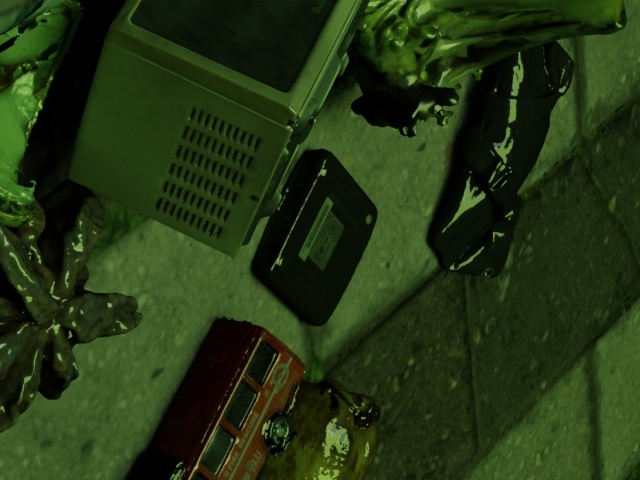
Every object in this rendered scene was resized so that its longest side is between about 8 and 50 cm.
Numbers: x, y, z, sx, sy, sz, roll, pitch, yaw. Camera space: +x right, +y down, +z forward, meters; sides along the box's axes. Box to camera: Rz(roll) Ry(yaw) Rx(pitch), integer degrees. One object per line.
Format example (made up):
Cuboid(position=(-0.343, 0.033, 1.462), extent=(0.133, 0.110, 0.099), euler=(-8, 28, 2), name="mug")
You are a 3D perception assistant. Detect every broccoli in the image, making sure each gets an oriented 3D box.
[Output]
Cuboid(position=(0.129, -0.193, 1.484), extent=(0.263, 0.243, 0.247), euler=(46, 50, -58), name="broccoli")

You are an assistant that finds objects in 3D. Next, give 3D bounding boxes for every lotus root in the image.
Cuboid(position=(-0.023, 0.207, 1.551), extent=(0.108, 0.094, 0.190), euler=(36, 79, -30), name="lotus root")

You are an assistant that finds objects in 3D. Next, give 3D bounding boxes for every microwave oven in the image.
Cuboid(position=(-0.053, -0.136, 1.242), extent=(0.194, 0.145, 0.240), euler=(112, 2, -51), name="microwave oven")

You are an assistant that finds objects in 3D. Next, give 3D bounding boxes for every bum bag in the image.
Cuboid(position=(0.180, -0.084, 1.765), extent=(0.123, 0.060, 0.248), euler=(15, 90, -57), name="bum bag")

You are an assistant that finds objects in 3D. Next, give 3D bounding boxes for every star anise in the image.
Cuboid(position=(-0.208, 0.031, 1.210), extent=(0.209, 0.089, 0.231), euler=(-64, 146, -19), name="star anise")

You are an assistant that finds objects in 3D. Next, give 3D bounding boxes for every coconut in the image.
Cuboid(position=(-0.197, -0.073, 1.117), extent=(0.158, 0.055, 0.133), euler=(-66, 170, -55), name="coconut")

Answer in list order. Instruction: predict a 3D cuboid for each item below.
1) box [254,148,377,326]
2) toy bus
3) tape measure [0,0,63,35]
Cuboid(position=(0.000, 0.000, 1.560), extent=(0.125, 0.027, 0.126), euler=(46, 64, -52), name="box")
Cuboid(position=(-0.094, 0.179, 1.454), extent=(0.096, 0.073, 0.235), euler=(49, 60, -41), name="toy bus")
Cuboid(position=(-0.231, -0.240, 1.033), extent=(0.275, 0.147, 0.256), euler=(-12, 113, -58), name="tape measure")
